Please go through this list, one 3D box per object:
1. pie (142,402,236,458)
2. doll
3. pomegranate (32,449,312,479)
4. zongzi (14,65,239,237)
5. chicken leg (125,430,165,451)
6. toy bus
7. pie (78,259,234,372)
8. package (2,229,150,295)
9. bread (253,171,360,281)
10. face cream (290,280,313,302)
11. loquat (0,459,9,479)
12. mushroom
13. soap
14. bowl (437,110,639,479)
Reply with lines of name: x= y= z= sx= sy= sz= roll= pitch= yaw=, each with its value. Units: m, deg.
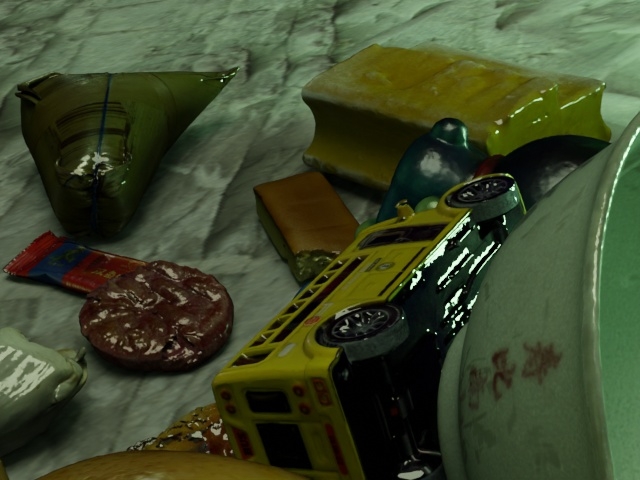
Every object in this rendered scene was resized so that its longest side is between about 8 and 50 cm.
pie: x=-0.009 y=0.212 z=1.053 sx=0.308 sy=0.086 sz=0.308 roll=-1 pitch=31 yaw=1
doll: x=0.200 y=-0.015 z=1.299 sx=0.321 sy=0.186 sz=0.198 roll=17 pitch=21 yaw=13
pomegranate: x=-0.066 y=0.299 z=0.648 sx=0.416 sy=0.417 sz=0.417 roll=-2 pitch=31 yaw=1
zongzi: x=-0.193 y=-0.118 z=1.594 sx=0.289 sy=0.123 sz=0.260 roll=-10 pitch=36 yaw=-20
chicken leg: x=-0.106 y=0.187 z=1.151 sx=0.145 sy=0.037 sz=0.062 roll=-11 pitch=46 yaw=-16
toy bus: x=0.062 y=0.070 z=1.064 sx=0.151 sy=0.145 sz=0.331 roll=-6 pitch=23 yaw=34
pie: x=-0.158 y=0.074 z=1.329 sx=0.154 sy=0.036 sz=0.154 roll=3 pitch=39 yaw=-2
package: x=-0.232 y=0.035 z=1.430 sx=0.200 sy=0.022 sz=0.083 roll=15 pitch=35 yaw=25
bread: x=0.000 y=0.000 z=1.442 sx=0.088 sy=0.049 sz=0.226 roll=-11 pitch=32 yaw=-14
face cream: x=0.098 y=0.103 z=1.225 sx=0.263 sy=0.083 sz=0.149 roll=11 pitch=43 yaw=22
loquat: x=-0.320 y=0.213 z=0.940 sx=0.235 sy=0.235 sz=0.235 roll=-2 pitch=31 yaw=1
mushroom: x=-0.322 y=0.158 z=1.164 sx=0.278 sy=0.096 sz=0.099 roll=-27 pitch=37 yaw=-28
soap: x=0.158 y=-0.138 z=1.584 sx=0.281 sy=0.143 sz=0.259 roll=18 pitch=34 yaw=39
bowl: x=0.210 y=0.126 z=0.952 sx=0.196 sy=0.435 sz=0.435 roll=-13 pitch=21 yaw=37
